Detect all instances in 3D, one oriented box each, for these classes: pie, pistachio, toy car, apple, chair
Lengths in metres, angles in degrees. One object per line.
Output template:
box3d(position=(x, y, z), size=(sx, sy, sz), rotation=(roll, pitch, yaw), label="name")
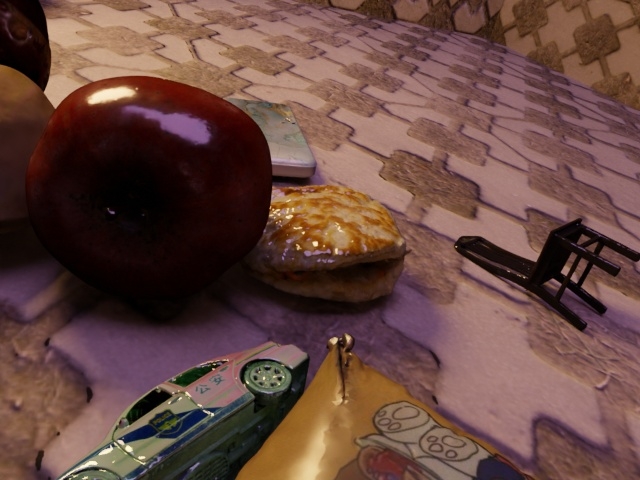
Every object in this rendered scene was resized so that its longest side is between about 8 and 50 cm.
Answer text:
box3d(position=(0.000, 0.000, 0.661), size=(0.205, 0.084, 0.179), rotation=(-7, 33, -29), label="pie")
box3d(position=(-0.351, -0.078, 0.557), size=(0.212, 0.163, 0.261), rotation=(20, 32, -15), label="pistachio")
box3d(position=(-0.094, 0.140, 0.372), size=(0.076, 0.090, 0.224), rotation=(28, 32, 29), label="toy car")
box3d(position=(-0.161, -0.053, 0.554), size=(0.233, 0.234, 0.234), rotation=(11, 30, -7), label="apple")
box3d(position=(0.288, 0.011, 0.757), size=(0.084, 0.102, 0.212), rotation=(-16, 42, -42), label="chair")

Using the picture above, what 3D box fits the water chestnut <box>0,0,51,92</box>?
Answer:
box3d(position=(-0.490, -0.238, 0.709), size=(0.299, 0.300, 0.300), rotation=(11, 30, -7), label="water chestnut")

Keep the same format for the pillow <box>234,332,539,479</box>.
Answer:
box3d(position=(0.041, 0.215, 0.251), size=(0.310, 0.119, 0.312), rotation=(32, 50, 23), label="pillow")

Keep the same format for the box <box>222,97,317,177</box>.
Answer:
box3d(position=(-0.099, -0.181, 0.970), size=(0.142, 0.044, 0.285), rotation=(1, 31, -15), label="box")
